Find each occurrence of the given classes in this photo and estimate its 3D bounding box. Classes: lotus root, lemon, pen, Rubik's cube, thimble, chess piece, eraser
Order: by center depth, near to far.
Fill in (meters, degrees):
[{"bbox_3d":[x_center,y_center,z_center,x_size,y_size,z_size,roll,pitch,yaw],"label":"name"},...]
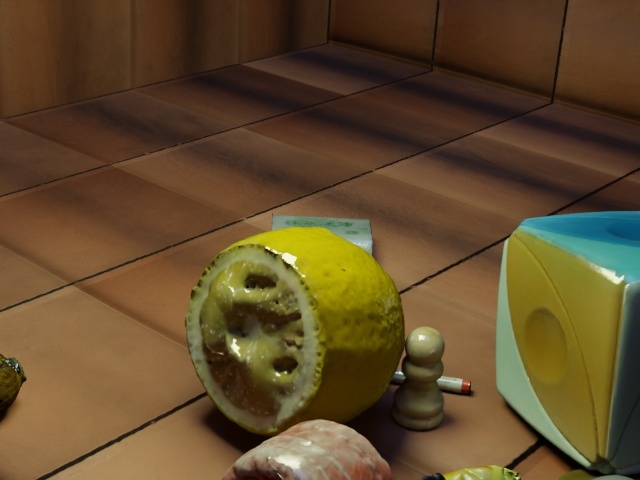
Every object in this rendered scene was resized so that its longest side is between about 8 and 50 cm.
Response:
[{"bbox_3d":[-0.012,0.365,1.437,0.239,0.239,0.162,21,31,34],"label":"thimble"},{"bbox_3d":[-0.581,0.248,1.765,0.210,0.120,0.120,-15,30,-34],"label":"lotus root"},{"bbox_3d":[0.519,0.153,1.794,0.352,0.347,0.352,-6,18,-25],"label":"Rubik's cube"},{"bbox_3d":[-0.015,0.148,1.798,0.364,0.364,0.364,3,24,-1],"label":"lemon"},{"bbox_3d":[0.174,0.229,1.831,0.094,0.170,0.094,4,25,-2],"label":"chess piece"},{"bbox_3d":[0.154,0.248,1.958,0.239,0.028,0.028,8,25,9],"label":"pen"},{"bbox_3d":[0.000,0.000,2.421,0.227,0.081,0.174,2,24,-1],"label":"eraser"}]

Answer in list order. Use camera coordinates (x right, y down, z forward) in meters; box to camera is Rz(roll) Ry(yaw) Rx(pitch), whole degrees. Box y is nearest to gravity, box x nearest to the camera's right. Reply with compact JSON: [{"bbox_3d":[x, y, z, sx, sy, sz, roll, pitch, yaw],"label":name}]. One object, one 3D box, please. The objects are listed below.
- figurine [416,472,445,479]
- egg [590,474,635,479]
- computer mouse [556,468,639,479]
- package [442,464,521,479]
[{"bbox_3d":[0.215,0.434,1.285,0.205,0.185,0.332,13,33,-42],"label":"figurine"},{"bbox_3d":[0.413,0.411,1.486,0.147,0.146,0.198,4,31,3],"label":"egg"},{"bbox_3d":[0.460,0.394,1.655,0.199,0.044,0.102,4,27,2],"label":"computer mouse"},{"bbox_3d":[0.170,0.375,1.508,0.168,0.226,0.090,-14,74,-31],"label":"package"}]
